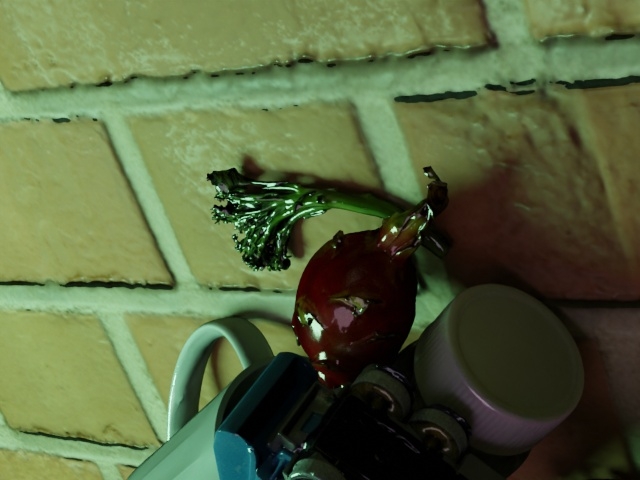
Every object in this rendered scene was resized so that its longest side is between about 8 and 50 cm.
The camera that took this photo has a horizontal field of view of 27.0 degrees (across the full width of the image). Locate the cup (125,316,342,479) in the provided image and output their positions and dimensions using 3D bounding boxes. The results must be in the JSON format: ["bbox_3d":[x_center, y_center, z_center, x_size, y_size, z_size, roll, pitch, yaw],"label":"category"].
[{"bbox_3d":[-0.101,0.268,1.541,0.327,0.236,0.323,-45,62,48],"label":"cup"}]

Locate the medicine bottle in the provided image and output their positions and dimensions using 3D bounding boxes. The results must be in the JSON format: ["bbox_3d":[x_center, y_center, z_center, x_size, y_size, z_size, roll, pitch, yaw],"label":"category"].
[{"bbox_3d":[0.128,0.175,1.319,0.165,0.165,0.273,39,136,4],"label":"medicine bottle"}]

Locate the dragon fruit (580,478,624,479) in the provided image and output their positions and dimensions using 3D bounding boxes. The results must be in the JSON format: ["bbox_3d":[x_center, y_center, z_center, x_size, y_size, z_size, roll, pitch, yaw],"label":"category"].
[{"bbox_3d":[0.261,0.313,1.325,0.269,0.198,0.200,15,152,38],"label":"dragon fruit"}]

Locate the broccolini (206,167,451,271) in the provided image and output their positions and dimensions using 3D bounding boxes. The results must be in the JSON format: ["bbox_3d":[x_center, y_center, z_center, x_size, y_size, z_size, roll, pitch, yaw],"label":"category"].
[{"bbox_3d":[0.007,0.001,1.358,0.271,0.062,0.123,13,140,25],"label":"broccolini"}]

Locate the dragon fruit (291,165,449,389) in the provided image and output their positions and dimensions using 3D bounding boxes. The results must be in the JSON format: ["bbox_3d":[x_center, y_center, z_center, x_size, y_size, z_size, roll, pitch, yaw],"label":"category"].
[{"bbox_3d":[0.054,0.033,1.262,0.125,0.125,0.246,37,124,6],"label":"dragon fruit"}]

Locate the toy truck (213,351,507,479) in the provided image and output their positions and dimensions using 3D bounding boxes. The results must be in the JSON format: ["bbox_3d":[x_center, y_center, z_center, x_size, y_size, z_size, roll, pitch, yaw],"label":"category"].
[{"bbox_3d":[0.078,0.250,1.193,0.367,0.146,0.175,36,141,6],"label":"toy truck"}]
